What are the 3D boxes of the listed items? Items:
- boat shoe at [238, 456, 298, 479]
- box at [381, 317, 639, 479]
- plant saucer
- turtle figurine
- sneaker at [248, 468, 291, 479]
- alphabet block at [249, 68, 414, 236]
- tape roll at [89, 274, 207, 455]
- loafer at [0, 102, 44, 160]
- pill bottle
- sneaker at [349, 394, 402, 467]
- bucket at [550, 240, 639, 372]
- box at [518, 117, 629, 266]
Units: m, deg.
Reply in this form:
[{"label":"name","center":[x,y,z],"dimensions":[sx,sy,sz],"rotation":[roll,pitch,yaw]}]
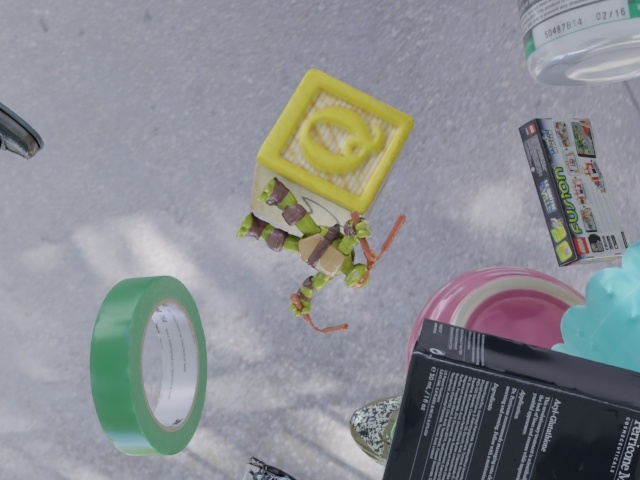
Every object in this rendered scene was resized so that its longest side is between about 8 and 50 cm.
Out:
[{"label":"boat shoe","center":[-0.118,0.587,1.851],"dimensions":[0.158,0.340,0.127],"rotation":[21,151,-2]},{"label":"box","center":[0.135,0.215,0.774],"dimensions":[0.184,0.103,0.261],"rotation":[15,103,9]},{"label":"plant saucer","center":[0.291,0.179,1.407],"dimensions":[0.332,0.332,0.084],"rotation":[29,153,5]},{"label":"turtle figurine","center":[0.000,0.000,1.429],"dimensions":[0.217,0.087,0.269],"rotation":[36,131,1]},{"label":"sneaker","center":[-0.081,0.370,1.504],"dimensions":[0.069,0.038,0.098],"rotation":[37,149,15]},{"label":"alphabet block","center":[0.014,-0.119,1.562],"dimensions":[0.192,0.193,0.197],"rotation":[26,159,4]},{"label":"tape roll","center":[-0.300,0.224,1.769],"dimensions":[0.077,0.321,0.321],"rotation":[-5,113,18]},{"label":"loafer","center":[-0.555,-0.191,1.507],"dimensions":[0.267,0.084,0.096],"rotation":[32,154,1]},{"label":"pill bottle","center":[0.330,-0.387,1.207],"dimensions":[0.204,0.204,0.361],"rotation":[-11,82,25]},{"label":"sneaker","center":[0.194,0.316,1.706],"dimensions":[0.410,0.158,0.182],"rotation":[0,145,44]},{"label":"bucket","center":[0.431,0.139,1.154],"dimensions":[0.281,0.183,0.281],"rotation":[-17,133,-19]},{"label":"box","center":[0.354,-0.070,1.372],"dimensions":[0.036,0.114,0.207],"rotation":[-32,67,53]}]
